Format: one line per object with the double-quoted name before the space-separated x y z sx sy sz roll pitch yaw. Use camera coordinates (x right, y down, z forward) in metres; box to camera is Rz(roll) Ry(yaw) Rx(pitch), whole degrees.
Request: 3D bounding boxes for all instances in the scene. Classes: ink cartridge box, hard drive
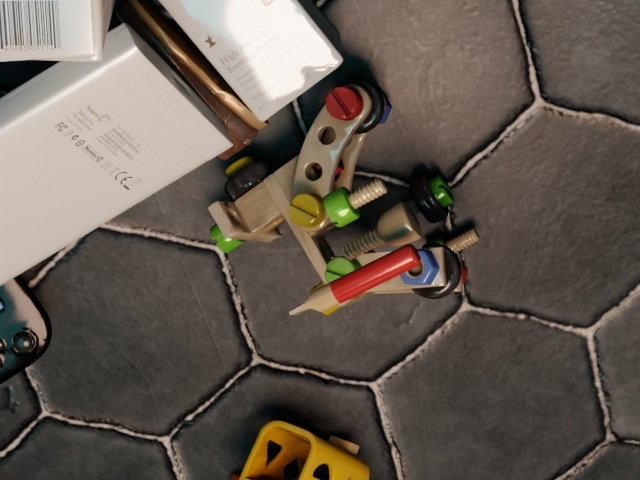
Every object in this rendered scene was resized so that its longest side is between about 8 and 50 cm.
"ink cartridge box" -0.262 -0.342 1.710 0.130 0.309 0.271 -1 113 -2
"hard drive" -0.287 -0.065 1.831 0.353 0.047 0.233 -31 151 8

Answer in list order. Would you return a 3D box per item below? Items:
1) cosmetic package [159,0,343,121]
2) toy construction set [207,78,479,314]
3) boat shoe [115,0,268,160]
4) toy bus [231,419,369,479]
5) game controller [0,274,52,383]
"cosmetic package" -0.089 -0.250 1.881 0.117 0.085 0.231 -37 112 13
"toy construction set" 0.000 0.000 1.893 0.237 0.309 0.257 -27 104 16
"boat shoe" -0.148 -0.169 1.921 0.073 0.073 0.207 -40 109 13
"toy bus" 0.005 0.278 2.107 0.191 0.202 0.104 24 81 -5
"game controller" -0.434 0.026 1.978 0.166 0.067 0.319 -35 105 -8
